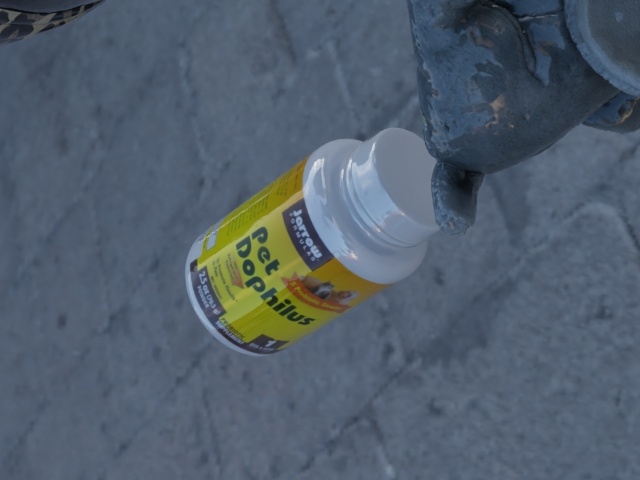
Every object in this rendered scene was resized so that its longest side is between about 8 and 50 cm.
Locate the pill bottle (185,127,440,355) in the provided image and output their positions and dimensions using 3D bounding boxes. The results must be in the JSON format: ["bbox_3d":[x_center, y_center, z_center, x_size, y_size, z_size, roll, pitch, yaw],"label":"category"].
[{"bbox_3d":[0.000,0.000,0.998,0.215,0.117,0.117,-34,51,39],"label":"pill bottle"}]

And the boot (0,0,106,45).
[{"bbox_3d":[-0.022,-0.218,0.584,0.284,0.138,0.377,-13,29,40],"label":"boot"}]

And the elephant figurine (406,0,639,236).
[{"bbox_3d":[0.173,-0.137,0.780,0.169,0.240,0.186,-91,-8,-56],"label":"elephant figurine"}]
